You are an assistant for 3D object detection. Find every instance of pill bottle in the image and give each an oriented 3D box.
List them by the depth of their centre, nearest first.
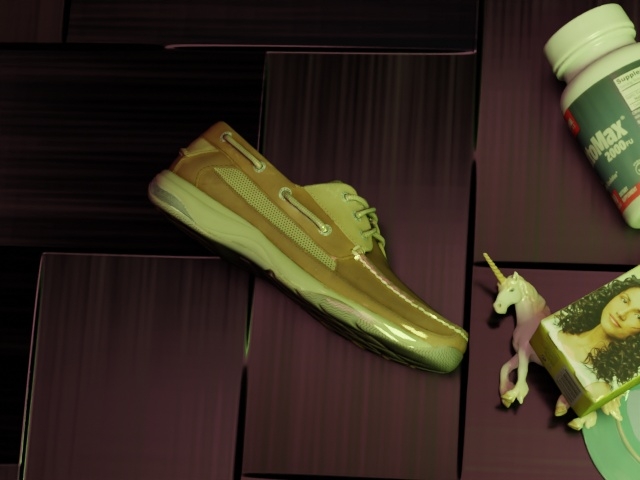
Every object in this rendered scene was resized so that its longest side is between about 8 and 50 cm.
[{"bbox_3d":[0.273,-0.112,1.623,0.108,0.108,0.180,-29,74,1],"label":"pill bottle"}]

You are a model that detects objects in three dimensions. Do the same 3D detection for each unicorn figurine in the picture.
[{"bbox_3d":[0.197,0.096,1.614,0.161,0.060,0.111,21,77,7],"label":"unicorn figurine"}]

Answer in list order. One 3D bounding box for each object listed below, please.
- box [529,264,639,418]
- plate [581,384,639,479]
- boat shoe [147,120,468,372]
[{"bbox_3d":[0.298,0.057,1.574,0.232,0.058,0.087,-29,74,-16],"label":"box"},{"bbox_3d":[0.319,0.147,1.599,0.188,0.024,0.188,-2,76,8],"label":"plate"},{"bbox_3d":[0.000,0.000,1.633,0.324,0.123,0.116,33,82,13],"label":"boat shoe"}]
